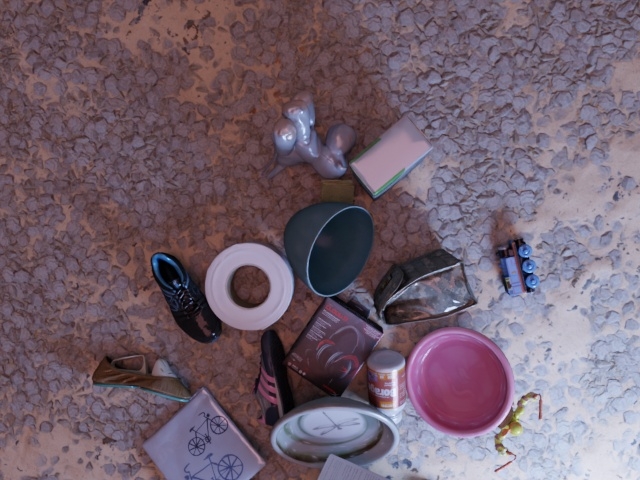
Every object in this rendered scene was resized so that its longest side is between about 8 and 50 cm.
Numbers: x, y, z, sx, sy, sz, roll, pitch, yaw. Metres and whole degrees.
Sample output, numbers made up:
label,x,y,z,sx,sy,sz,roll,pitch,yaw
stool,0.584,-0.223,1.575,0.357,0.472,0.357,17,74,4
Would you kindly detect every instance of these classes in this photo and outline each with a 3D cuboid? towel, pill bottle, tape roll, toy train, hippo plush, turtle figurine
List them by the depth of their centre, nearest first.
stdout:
label,x,y,z,sx,sy,sz,roll,pitch,yaw
hippo plush,-0.020,-0.286,1.539,0.237,0.234,0.294,24,93,3
turtle figurine,0.568,0.556,1.548,0.087,0.217,0.269,25,94,2
toy train,0.622,0.085,1.594,0.105,0.080,0.184,-14,92,10
pill bottle,0.212,0.470,1.605,0.121,0.121,0.216,-4,107,4
towel,0.052,-0.130,1.614,0.110,0.027,0.148,3,125,2
tape roll,-0.225,0.146,1.640,0.286,0.100,0.286,0,92,3

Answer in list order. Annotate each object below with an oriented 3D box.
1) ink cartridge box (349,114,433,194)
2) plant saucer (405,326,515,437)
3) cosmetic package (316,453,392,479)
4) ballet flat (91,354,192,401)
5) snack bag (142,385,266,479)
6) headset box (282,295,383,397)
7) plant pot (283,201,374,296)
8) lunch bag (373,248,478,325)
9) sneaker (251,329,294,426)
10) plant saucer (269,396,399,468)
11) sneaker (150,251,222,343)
label,x,y,z,sx,sy,sz,roll,pitch,yaw
ink cartridge box,0.203,-0.232,1.501,0.211,0.289,0.121,-40,87,4
plant saucer,0.433,0.435,1.572,0.332,0.084,0.332,-3,84,27
cosmetic package,0.168,0.841,1.533,0.385,0.156,0.217,17,127,17
ballet flat,-0.589,0.449,1.685,0.343,0.116,0.124,8,74,7
snack bag,-0.402,0.719,1.698,0.323,0.037,0.342,-44,80,5
headset box,0.050,0.324,1.624,0.218,0.110,0.293,34,94,2
plant pot,0.000,0.000,1.555,0.195,0.290,0.290,28,95,38
lunch bag,0.292,0.150,1.538,0.287,0.235,0.168,-21,97,4
sneaker,-0.178,0.455,1.648,0.131,0.112,0.318,-10,88,20
plant saucer,0.043,0.589,1.584,0.401,0.100,0.400,0,132,0
sneaker,-0.442,0.184,1.608,0.125,0.139,0.340,-37,83,-14
